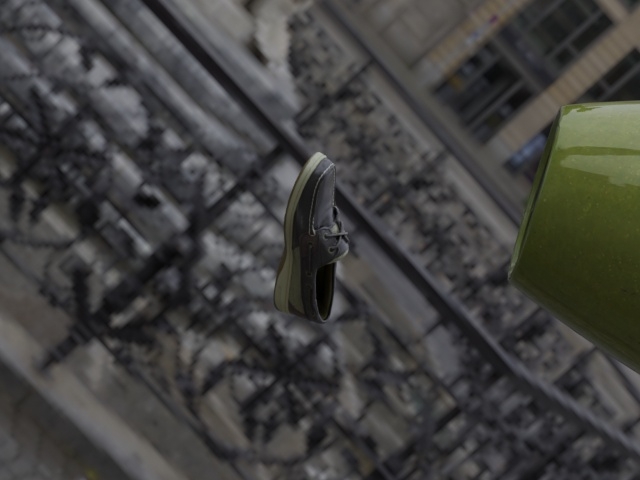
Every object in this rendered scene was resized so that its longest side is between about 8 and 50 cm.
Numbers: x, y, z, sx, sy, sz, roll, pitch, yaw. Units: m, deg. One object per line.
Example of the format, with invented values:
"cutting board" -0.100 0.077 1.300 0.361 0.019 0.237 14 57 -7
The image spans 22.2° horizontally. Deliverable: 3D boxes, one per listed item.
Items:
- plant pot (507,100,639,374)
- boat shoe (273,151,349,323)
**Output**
"plant pot" 0.294 0.008 1.171 0.293 0.275 0.275 17 8 3
"boat shoe" -0.001 0.001 1.884 0.073 0.223 0.080 24 37 17
